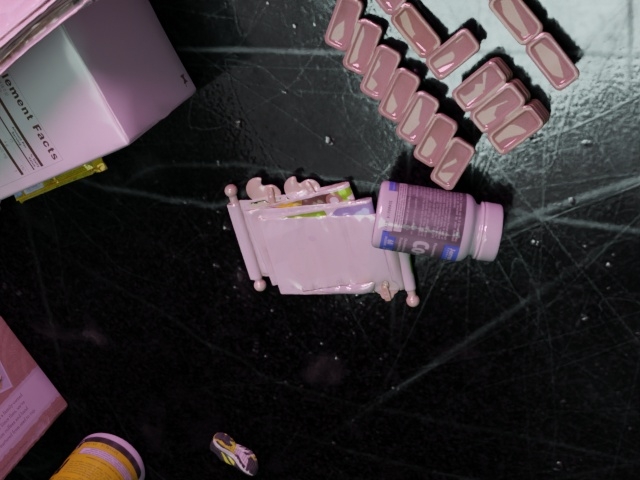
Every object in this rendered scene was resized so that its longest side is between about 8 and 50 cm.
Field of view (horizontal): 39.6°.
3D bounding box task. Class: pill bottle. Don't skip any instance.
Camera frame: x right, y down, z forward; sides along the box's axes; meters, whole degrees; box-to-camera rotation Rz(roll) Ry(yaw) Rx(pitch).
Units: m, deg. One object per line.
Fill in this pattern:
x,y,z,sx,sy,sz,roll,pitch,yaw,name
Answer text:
0.130,-0.019,0.993,0.137,0.078,0.078,9,120,3,pill bottle
-0.358,0.393,1.315,0.119,0.208,0.119,8,118,16,pill bottle

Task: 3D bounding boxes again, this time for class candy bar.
-0.352,-0.087,1.174,0.162,0.018,0.040,-18,109,27,candy bar

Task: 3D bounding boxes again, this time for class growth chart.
0.000,0.000,1.091,0.237,0.021,0.171,3,117,19,growth chart

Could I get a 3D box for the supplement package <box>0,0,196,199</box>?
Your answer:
-0.330,-0.171,1.027,0.293,0.177,0.175,-18,110,27,supplement package

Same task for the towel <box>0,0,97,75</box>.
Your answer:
-0.354,-0.280,0.905,0.317,0.331,0.053,-32,146,18,towel

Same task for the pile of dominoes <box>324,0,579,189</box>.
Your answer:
0.133,-0.201,0.942,0.196,0.040,0.251,-38,91,32,pile of dominoes

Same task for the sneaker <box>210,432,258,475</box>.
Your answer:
-0.126,0.314,1.300,0.083,0.031,0.035,43,136,-1,sneaker

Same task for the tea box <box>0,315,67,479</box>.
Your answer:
-0.614,0.296,1.285,0.324,0.329,0.220,-24,107,29,tea box
